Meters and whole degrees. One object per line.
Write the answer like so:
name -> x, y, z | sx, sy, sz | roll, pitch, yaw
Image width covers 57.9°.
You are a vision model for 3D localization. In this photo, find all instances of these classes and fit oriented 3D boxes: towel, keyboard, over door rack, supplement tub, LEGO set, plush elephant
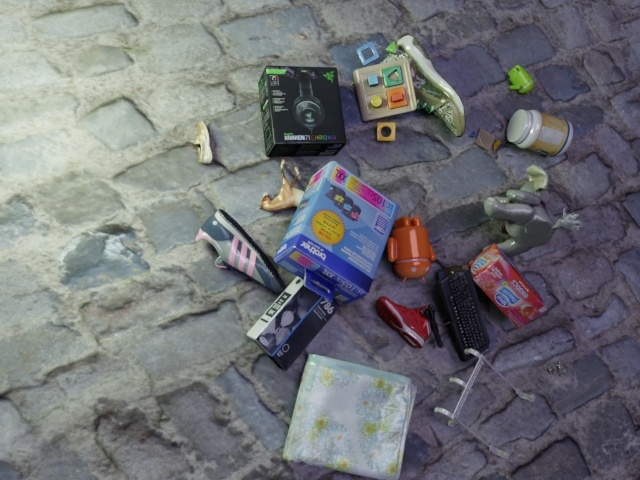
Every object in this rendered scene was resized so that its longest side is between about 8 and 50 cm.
towel -> 0.099, 0.543, 1.770 | 0.374, 0.090, 0.321 | 17, 74, -13
keyboard -> 0.443, 0.262, 1.898 | 0.201, 0.033, 0.317 | -25, 109, -10
over door rack -> 0.533, 0.535, 1.906 | 0.324, 0.108, 0.240 | 38, 72, -21
supplement tub -> 0.809, -0.399, 2.141 | 0.199, 0.144, 0.144 | 13, 76, -14
LEGO set -> 0.847, 0.456, 2.051 | 0.083, 0.023, 0.054 | -17, 85, -19
plush elephant -> 0.708, -0.109, 2.016 | 0.329, 0.255, 0.272 | -10, 126, 13

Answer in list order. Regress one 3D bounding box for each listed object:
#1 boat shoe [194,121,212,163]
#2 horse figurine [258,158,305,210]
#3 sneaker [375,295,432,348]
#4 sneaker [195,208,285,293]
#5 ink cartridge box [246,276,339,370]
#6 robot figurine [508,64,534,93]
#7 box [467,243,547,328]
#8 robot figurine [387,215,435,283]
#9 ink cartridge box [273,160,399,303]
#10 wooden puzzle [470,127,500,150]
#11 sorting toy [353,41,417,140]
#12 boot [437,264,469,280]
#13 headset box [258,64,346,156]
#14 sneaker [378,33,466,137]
boat shoe -> -0.371, -0.305, 1.808 | 0.045, 0.050, 0.135 | -10, 83, -24
horse figurine -> -0.053, -0.151, 1.870 | 0.263, 0.066, 0.175 | 17, 69, -11
sneaker -> 0.283, 0.238, 1.900 | 0.221, 0.087, 0.128 | 50, 61, -16
sneaker -> -0.244, 0.060, 1.765 | 0.131, 0.112, 0.319 | -40, 96, 4
ink cartridge box -> -0.058, 0.218, 1.767 | 0.333, 0.065, 0.165 | -50, 121, -20
robot figurine -> 0.769, -0.611, 2.210 | 0.101, 0.067, 0.115 | -42, 94, -28
box -> 0.626, 0.154, 1.947 | 0.122, 0.128, 0.257 | -40, 105, 19
robot figurine -> 0.300, 0.032, 1.910 | 0.128, 0.158, 0.220 | -9, 79, 24
ink cartridge box -> 0.044, 0.002, 1.726 | 0.270, 0.151, 0.396 | 32, 61, -16
wooden puzzle -> 0.610, -0.373, 2.145 | 0.116, 0.014, 0.079 | 35, 67, -8
sorting toy -> 0.219, -0.514, 1.975 | 0.195, 0.047, 0.348 | -11, 92, 11
boot -> 0.456, 0.192, 1.971 | 0.106, 0.082, 0.219 | -3, 91, 9
headset box -> -0.062, -0.427, 1.884 | 0.246, 0.131, 0.283 | -3, 80, -18
sneaker -> 0.350, -0.512, 2.045 | 0.182, 0.158, 0.410 | -37, 89, 0
